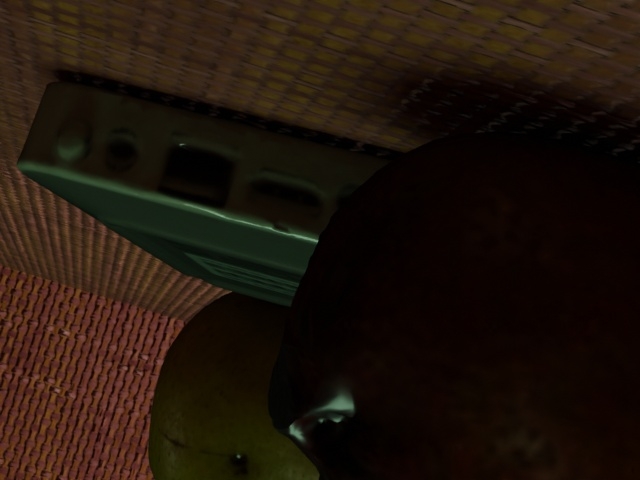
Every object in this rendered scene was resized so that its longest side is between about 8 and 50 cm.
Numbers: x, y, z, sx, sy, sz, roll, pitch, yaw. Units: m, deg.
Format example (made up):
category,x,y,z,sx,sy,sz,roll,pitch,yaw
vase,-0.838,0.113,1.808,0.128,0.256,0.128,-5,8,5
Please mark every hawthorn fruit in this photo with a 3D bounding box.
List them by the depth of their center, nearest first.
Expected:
category,x,y,z,sx,sy,sz,roll,pitch,yaw
hawthorn fruit,0.121,0.092,0.951,0.311,0.295,0.295,20,172,-20

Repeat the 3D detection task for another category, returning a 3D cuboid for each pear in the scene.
category,x,y,z,sx,sy,sz,roll,pitch,yaw
pear,0.006,0.138,1.703,0.340,0.191,0.386,-15,-153,-35

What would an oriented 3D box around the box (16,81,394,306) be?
category,x,y,z,sx,sy,sz,roll,pitch,yaw
box,0.000,0.000,1.286,0.367,0.090,0.373,14,173,14
